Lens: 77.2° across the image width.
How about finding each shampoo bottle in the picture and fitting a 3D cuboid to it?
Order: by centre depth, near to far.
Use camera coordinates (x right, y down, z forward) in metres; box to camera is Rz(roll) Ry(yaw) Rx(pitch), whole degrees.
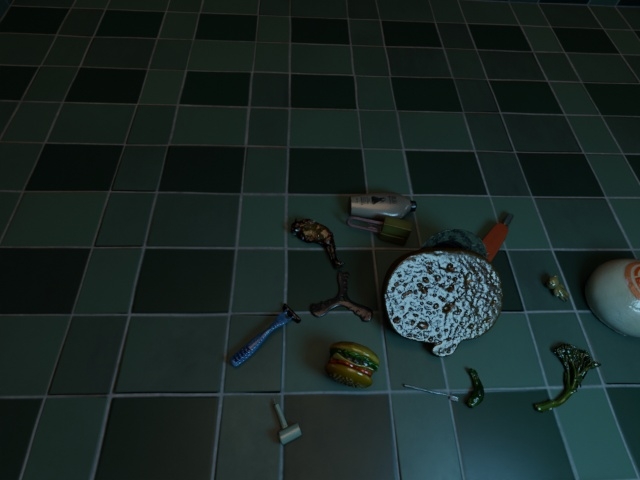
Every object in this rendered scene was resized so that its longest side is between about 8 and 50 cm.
[{"bbox_3d":[0.238,-0.131,1.530,0.257,0.078,0.127,0,55,-7],"label":"shampoo bottle"}]

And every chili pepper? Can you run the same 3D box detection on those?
[{"bbox_3d":[0.474,0.450,1.215,0.056,0.035,0.117,22,62,-10],"label":"chili pepper"}]

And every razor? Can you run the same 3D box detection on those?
[{"bbox_3d":[-0.179,0.300,1.262,0.253,0.042,0.082,-39,69,-22],"label":"razor"}]

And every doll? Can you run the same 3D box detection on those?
[{"bbox_3d":[0.831,0.168,1.400,0.093,0.051,0.061,38,57,17],"label":"doll"}]

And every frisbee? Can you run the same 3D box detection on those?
[{"bbox_3d":[0.070,0.185,1.364,0.211,0.012,0.187,1,58,-2],"label":"frisbee"}]

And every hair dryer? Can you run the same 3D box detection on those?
[{"bbox_3d":[-0.105,0.509,1.146,0.063,0.037,0.124,-20,55,-17],"label":"hair dryer"}]

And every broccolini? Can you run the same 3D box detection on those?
[{"bbox_3d":[0.739,0.420,1.244,0.272,0.062,0.123,-34,56,-19],"label":"broccolini"}]

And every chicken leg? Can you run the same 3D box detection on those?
[{"bbox_3d":[0.000,0.000,1.453,0.253,0.051,0.106,40,70,18],"label":"chicken leg"}]

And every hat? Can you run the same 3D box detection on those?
[{"bbox_3d":[0.429,0.059,1.390,0.266,0.265,0.128,-8,23,-9],"label":"hat"}]

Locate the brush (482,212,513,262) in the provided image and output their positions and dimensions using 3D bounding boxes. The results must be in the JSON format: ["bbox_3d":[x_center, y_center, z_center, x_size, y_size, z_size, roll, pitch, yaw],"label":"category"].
[{"bbox_3d":[0.641,0.001,1.490,0.070,0.051,0.323,33,62,19],"label":"brush"}]

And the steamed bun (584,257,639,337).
[{"bbox_3d":[1.060,0.178,1.334,0.283,0.177,0.282,2,58,-3],"label":"steamed bun"}]

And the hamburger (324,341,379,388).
[{"bbox_3d":[0.092,0.363,1.174,0.162,0.162,0.115,17,61,7],"label":"hamburger"}]

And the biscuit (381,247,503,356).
[{"bbox_3d":[0.387,0.195,1.287,0.395,0.070,0.350,5,87,-7],"label":"biscuit"}]

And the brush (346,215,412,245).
[{"bbox_3d":[0.209,-0.050,1.467,0.234,0.103,0.047,14,56,6],"label":"brush"}]

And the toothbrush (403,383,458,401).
[{"bbox_3d":[0.334,0.460,1.213,0.167,0.011,0.014,13,64,4],"label":"toothbrush"}]
